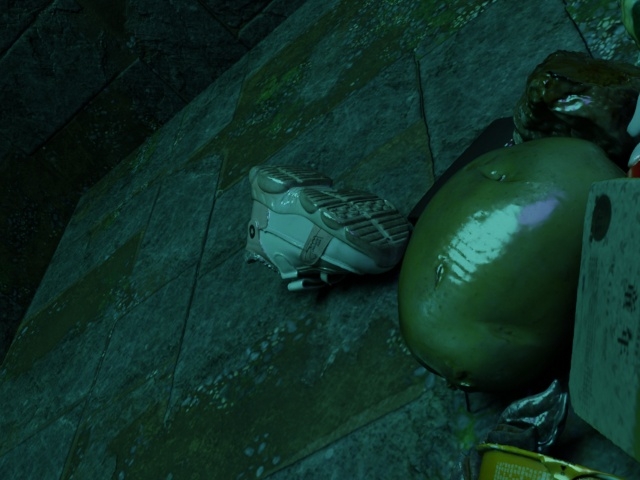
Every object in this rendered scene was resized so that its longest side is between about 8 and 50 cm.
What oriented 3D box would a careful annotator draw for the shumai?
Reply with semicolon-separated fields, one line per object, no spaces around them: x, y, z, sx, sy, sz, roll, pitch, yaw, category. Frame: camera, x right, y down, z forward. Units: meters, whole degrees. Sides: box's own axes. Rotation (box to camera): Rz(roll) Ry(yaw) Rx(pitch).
0.344;-0.140;1.041;0.218;0.184;0.185;-44;-26;-55;shumai

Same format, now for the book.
0.280;0.065;0.638;0.352;0.035;0.239;-108;23;-87;book

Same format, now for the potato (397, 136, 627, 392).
0.223;0.021;0.926;0.326;0.221;0.243;-50;35;4;potato

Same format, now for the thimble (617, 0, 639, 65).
0.519;-0.300;0.975;0.288;0.167;0.254;5;56;57;thimble

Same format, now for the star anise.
0.190;0.230;0.824;0.204;0.061;0.180;-48;-14;0;star anise

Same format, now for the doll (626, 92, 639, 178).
0.391;-0.035;0.798;0.099;0.188;0.384;124;158;-46;doll

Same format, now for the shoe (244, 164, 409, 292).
0.003;0.000;1.371;0.351;0.172;0.198;33;119;45;shoe

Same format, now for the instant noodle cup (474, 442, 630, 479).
0.207;0.282;0.636;0.216;0.216;0.172;-4;59;54;instant noodle cup

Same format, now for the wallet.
0.238;-0.105;1.235;0.229;0.049;0.182;-48;7;-3;wallet
